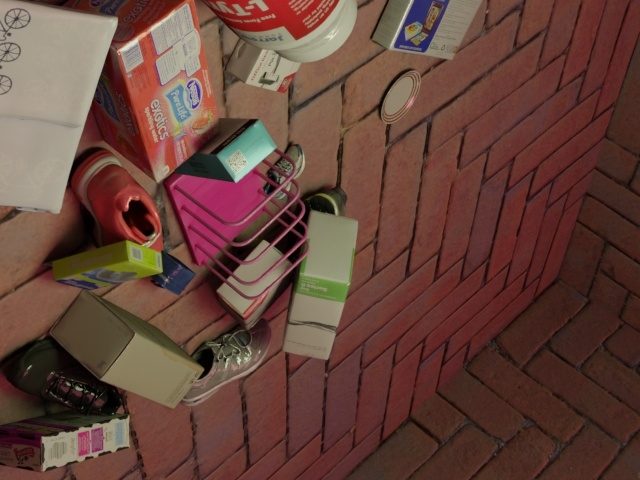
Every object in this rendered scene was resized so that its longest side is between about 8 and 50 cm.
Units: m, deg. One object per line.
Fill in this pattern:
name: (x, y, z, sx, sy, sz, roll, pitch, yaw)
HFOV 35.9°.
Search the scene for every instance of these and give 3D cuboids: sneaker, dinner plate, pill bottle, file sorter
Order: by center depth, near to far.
pill bottle: (-0.090, -0.436, 1.520, 0.229, 0.229, 0.407, -53, 154, 1)
sneaker: (-0.334, -0.021, 1.738, 0.116, 0.136, 0.314, -44, 153, -15)
sneaker: (-0.473, 0.270, 1.881, 0.109, 0.130, 0.286, -53, 153, 5)
file sorter: (-0.147, -0.047, 1.960, 0.202, 0.182, 0.291, -43, 152, -20)
sneaker: (-0.078, -0.144, 2.103, 0.058, 0.052, 0.135, -4, 126, -52)
sneaker: (-0.225, 0.274, 2.315, 0.281, 0.105, 0.115, -41, 152, -22)
dinner plate: (0.186, -0.340, 2.329, 0.141, 0.017, 0.141, -38, 150, -26)
sneaker: (0.000, 0.000, 2.350, 0.121, 0.111, 0.300, -37, 156, -48)

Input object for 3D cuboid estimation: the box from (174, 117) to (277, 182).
box: (-0.181, -0.160, 1.710, 0.100, 0.244, 0.060, -43, 116, -19)

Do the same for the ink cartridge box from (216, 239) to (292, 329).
ink cartridge box: (-0.143, 0.102, 2.184, 0.158, 0.092, 0.218, -47, 172, -11)

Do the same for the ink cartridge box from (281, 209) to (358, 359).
ink cartridge box: (-0.003, 0.103, 2.194, 0.273, 0.114, 0.198, 105, -4, -45)

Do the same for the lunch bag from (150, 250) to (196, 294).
lunch bag: (-0.304, 0.068, 1.974, 0.065, 0.067, 0.098, -53, 153, -1)

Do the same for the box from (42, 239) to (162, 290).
box: (-0.381, 0.047, 1.730, 0.178, 0.042, 0.109, -14, 162, 21)

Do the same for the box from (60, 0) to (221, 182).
box: (-0.272, -0.259, 1.539, 0.154, 0.142, 0.300, -42, 152, -22)

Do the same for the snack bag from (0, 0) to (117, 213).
snack bag: (-0.465, -0.175, 1.325, 0.323, 0.037, 0.343, 3, 127, -35)

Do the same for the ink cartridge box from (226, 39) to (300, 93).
ink cartridge box: (-0.098, -0.334, 1.827, 0.135, 0.056, 0.099, 0, 124, -59)

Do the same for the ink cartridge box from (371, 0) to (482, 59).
ink cartridge box: (0.269, -0.551, 2.153, 0.303, 0.072, 0.307, -7, 126, -55)

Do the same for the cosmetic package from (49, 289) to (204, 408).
cosmetic package: (-0.373, 0.220, 1.949, 0.113, 0.160, 0.309, -51, 155, -5)

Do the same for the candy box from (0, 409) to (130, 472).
candy box: (-0.507, 0.386, 1.923, 0.233, 0.159, 0.071, -4, 93, -57)
